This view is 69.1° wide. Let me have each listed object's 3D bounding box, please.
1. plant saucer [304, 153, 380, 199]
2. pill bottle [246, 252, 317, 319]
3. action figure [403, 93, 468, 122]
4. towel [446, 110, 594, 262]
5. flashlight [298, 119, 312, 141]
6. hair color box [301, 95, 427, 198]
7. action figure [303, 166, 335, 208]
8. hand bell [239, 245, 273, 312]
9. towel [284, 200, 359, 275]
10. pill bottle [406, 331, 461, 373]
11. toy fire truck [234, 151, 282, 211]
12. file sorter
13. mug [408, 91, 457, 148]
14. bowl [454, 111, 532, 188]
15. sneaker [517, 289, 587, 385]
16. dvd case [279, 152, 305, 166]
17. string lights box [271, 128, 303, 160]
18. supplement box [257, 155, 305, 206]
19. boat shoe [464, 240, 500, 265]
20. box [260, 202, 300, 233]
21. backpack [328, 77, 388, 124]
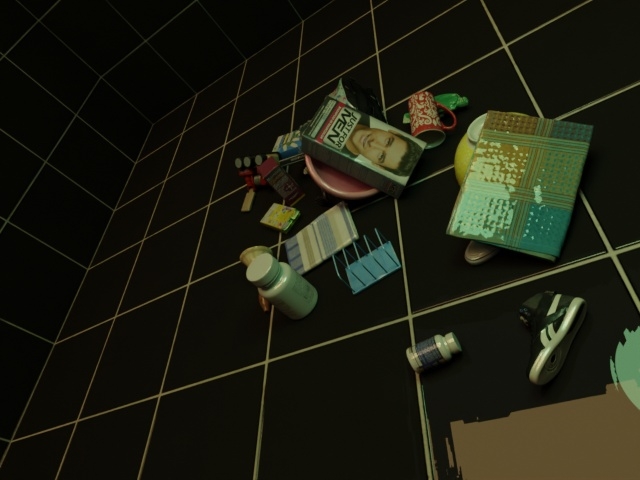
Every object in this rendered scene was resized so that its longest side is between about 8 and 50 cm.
[{"bbox_3d":[0.109,-0.289,1.657,0.333,0.084,0.331,1,71,-4],"label":"plant saucer"},{"bbox_3d":[-0.123,0.144,1.471,0.131,0.229,0.131,-24,42,24],"label":"pill bottle"},{"bbox_3d":[0.425,-0.479,1.677,0.232,0.063,0.137,1,54,47],"label":"action figure"},{"bbox_3d":[0.507,-0.147,1.183,0.272,0.040,0.369,17,79,21],"label":"towel"},{"bbox_3d":[0.006,-0.419,1.855,0.103,0.304,0.103,27,105,12],"label":"flashlight"},{"bbox_3d":[0.142,-0.314,1.564,0.375,0.113,0.185,27,71,5],"label":"hair color box"},{"bbox_3d":[0.034,-0.261,1.774,0.164,0.141,0.275,-29,43,26],"label":"action figure"},{"bbox_3d":[-0.211,0.152,1.674,0.126,0.126,0.241,-31,53,18],"label":"hand bell"},{"bbox_3d":[0.000,0.000,1.653,0.285,0.034,0.209,-35,41,16],"label":"towel"},{"bbox_3d":[0.276,0.270,1.126,0.120,0.067,0.067,-30,40,19],"label":"pill bottle"},{"bbox_3d":[-0.281,-0.263,2.087,0.217,0.246,0.159,1,14,41],"label":"toy fire truck"},{"bbox_3d":[0.136,0.060,1.415,0.170,0.104,0.118,-33,39,16],"label":"file sorter"},{"bbox_3d":[0.376,-0.416,1.605,0.113,0.151,0.169,117,151,-63],"label":"mug"},{"bbox_3d":[0.507,-0.275,1.342,0.290,0.156,0.289,-24,43,25],"label":"bowl"},{"bbox_3d":[0.472,0.204,1.008,0.217,0.079,0.121,-49,34,-19],"label":"sneaker"},{"bbox_3d":[-0.027,-0.354,1.918,0.239,0.029,0.179,-9,9,37],"label":"dvd case"},{"bbox_3d":[-0.089,-0.435,2.094,0.260,0.077,0.133,-11,48,36],"label":"string lights box"},{"bbox_3d":[-0.158,-0.239,1.886,0.081,0.188,0.104,-40,38,6],"label":"supplement box"},{"bbox_3d":[0.461,-0.035,1.228,0.226,0.076,0.083,-46,37,-1],"label":"boat shoe"},{"bbox_3d":[-0.156,-0.089,1.868,0.179,0.043,0.105,19,69,52],"label":"box"},{"bbox_3d":[0.140,-0.491,1.823,0.191,0.225,0.253,-52,35,28],"label":"backpack"}]
